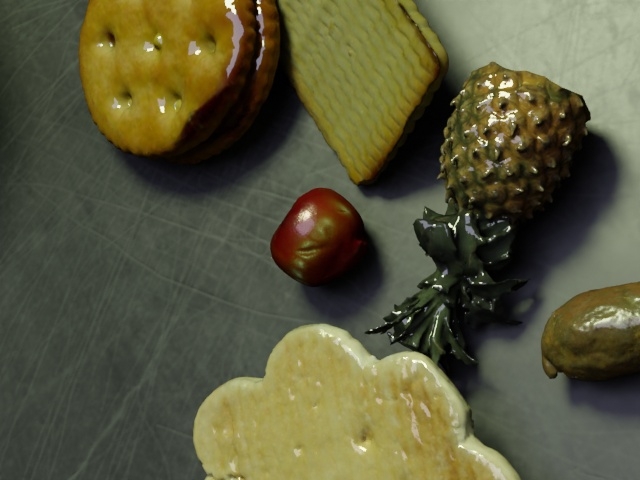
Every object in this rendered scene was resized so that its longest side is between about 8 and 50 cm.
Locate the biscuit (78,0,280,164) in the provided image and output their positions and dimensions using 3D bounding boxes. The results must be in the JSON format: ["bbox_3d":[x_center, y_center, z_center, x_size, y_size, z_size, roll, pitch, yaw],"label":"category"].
[{"bbox_3d":[-0.133,-0.179,1.363,0.221,0.066,0.220,-3,85,40],"label":"biscuit"}]

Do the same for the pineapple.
[{"bbox_3d":[0.129,-0.012,1.190,0.125,0.125,0.251,24,93,30],"label":"pineapple"}]

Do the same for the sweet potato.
[{"bbox_3d":[0.295,0.057,1.104,0.273,0.075,0.075,-10,71,20],"label":"sweet potato"}]

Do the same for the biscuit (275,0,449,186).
[{"bbox_3d":[0.017,-0.187,1.283,0.254,0.029,0.172,60,141,24],"label":"biscuit"}]

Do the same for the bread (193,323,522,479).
[{"bbox_3d":[0.020,0.222,1.178,0.316,0.054,0.315,0,89,31],"label":"bread"}]

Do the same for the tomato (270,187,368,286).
[{"bbox_3d":[0.000,0.000,1.264,0.075,0.087,0.087,39,96,2],"label":"tomato"}]
